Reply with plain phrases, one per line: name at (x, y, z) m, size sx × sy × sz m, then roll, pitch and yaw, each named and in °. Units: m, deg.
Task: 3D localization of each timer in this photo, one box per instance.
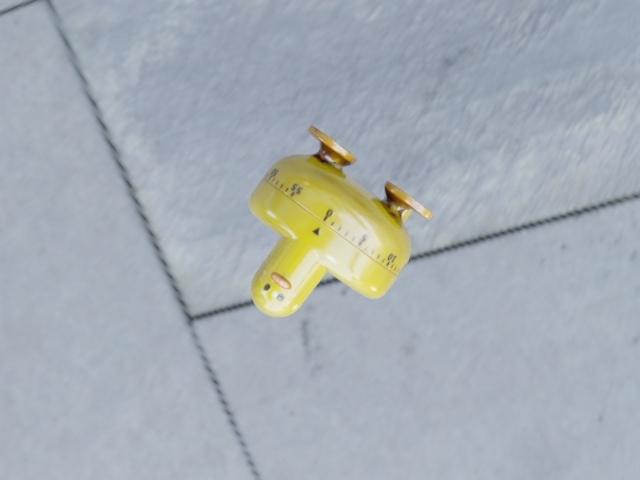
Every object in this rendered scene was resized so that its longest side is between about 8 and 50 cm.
timer at (0.000, 0.000, 1.069) m, size 0.107 × 0.107 × 0.109 m, roll 37°, pitch 91°, yaw 2°
